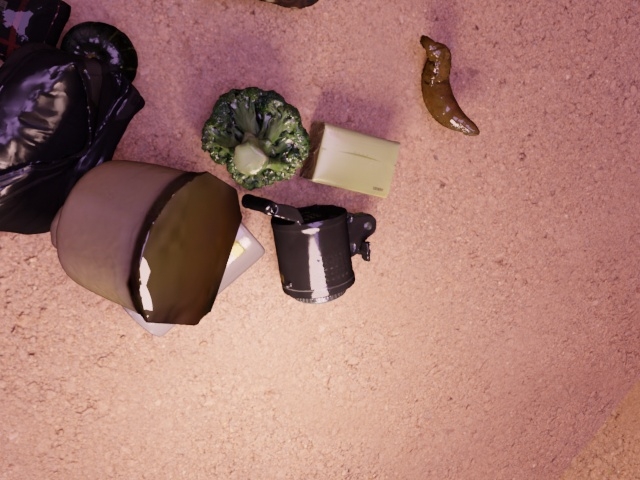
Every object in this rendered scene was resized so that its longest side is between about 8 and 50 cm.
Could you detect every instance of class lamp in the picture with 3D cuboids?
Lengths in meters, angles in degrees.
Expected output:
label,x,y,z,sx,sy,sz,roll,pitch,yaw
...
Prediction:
label,x,y,z,sx,sy,sz,roll,pitch,yaw
lamp,-0.027,0.035,1.443,0.374,0.205,0.272,5,97,-31

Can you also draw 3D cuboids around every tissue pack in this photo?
label,x,y,z,sx,sy,sz,roll,pitch,yaw
tissue pack,0.082,-0.219,1.467,0.234,0.125,0.159,11,99,-22

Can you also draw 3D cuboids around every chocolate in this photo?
label,x,y,z,sx,sy,sz,roll,pitch,yaw
chocolate,-0.370,-0.017,1.122,0.326,0.297,0.314,25,83,-67

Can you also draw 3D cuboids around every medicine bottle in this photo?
label,x,y,z,sx,sy,sz,roll,pitch,yaw
medicine bottle,-0.327,0.062,1.344,0.340,0.208,0.208,-41,112,-6

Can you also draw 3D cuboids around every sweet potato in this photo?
label,x,y,z,sx,sy,sz,roll,pitch,yaw
sweet potato,0.338,-0.423,1.512,0.098,0.124,0.310,-28,102,-24

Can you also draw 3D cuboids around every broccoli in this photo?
label,x,y,z,sx,sy,sz,roll,pitch,yaw
broccoli,-0.160,-0.236,1.313,0.270,0.270,0.269,1,118,2

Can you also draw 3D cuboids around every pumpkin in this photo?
label,x,y,z,sx,sy,sz,roll,pitch,yaw
pumpkin,-0.499,-0.406,1.220,0.167,0.125,0.167,-10,114,-24

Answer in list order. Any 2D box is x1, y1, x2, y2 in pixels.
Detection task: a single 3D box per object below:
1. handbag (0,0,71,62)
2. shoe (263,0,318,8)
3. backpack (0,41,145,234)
label,x,y,z,sx,sy,sz,roll,pitch,yaw
handbag,-0.658,-0.457,1.132,0.215,0.155,0.169,18,102,-14
shoe,-0.181,-0.652,1.246,0.384,0.171,0.237,41,80,-21
backpack,-0.576,-0.200,1.104,0.255,0.363,0.445,45,102,13
